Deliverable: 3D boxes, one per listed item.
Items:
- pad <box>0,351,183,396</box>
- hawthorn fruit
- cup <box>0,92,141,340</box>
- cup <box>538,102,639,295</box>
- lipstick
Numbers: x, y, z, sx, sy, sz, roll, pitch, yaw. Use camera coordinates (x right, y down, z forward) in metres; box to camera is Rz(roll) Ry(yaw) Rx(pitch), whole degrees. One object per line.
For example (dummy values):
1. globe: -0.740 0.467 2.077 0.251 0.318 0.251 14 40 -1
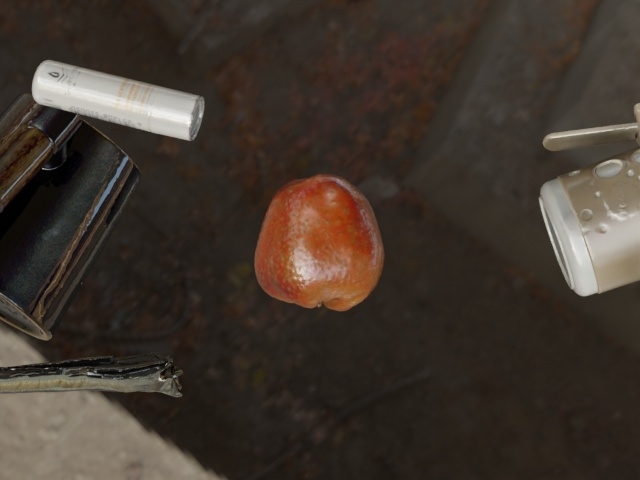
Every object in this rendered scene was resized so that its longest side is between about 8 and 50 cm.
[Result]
1. pad: -0.194 0.074 1.003 0.233 0.174 0.022 -2 88 -8
2. hawthorn fruit: 0.000 0.000 1.884 0.133 0.133 0.137 3 97 -29
3. cup: -0.255 -0.025 1.693 0.166 0.239 0.177 39 75 -18
4. cup: 0.173 -0.028 1.046 0.099 0.074 0.102 -19 79 2
5. lipstick: -0.169 -0.117 1.551 0.141 0.040 0.040 13 53 8
